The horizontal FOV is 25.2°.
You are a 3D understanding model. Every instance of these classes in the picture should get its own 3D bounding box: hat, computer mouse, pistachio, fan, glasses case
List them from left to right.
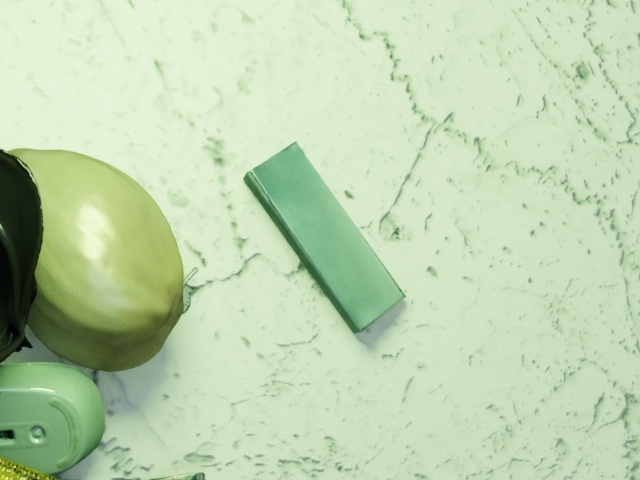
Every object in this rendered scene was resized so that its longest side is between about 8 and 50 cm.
[{"bbox_3d":[-0.429,0.020,1.733,0.238,0.209,0.336,31,107,-1],"label":"hat"},{"bbox_3d":[-0.421,0.229,1.829,0.288,0.097,0.159,-4,117,-3],"label":"computer mouse"},{"bbox_3d":[-0.305,0.015,1.838,0.226,0.208,0.332,-36,80,9],"label":"pistachio"},{"bbox_3d":[-0.194,0.068,1.944,0.056,0.004,0.083,43,76,-3],"label":"fan"},{"bbox_3d":[0.000,0.000,1.973,0.105,0.056,0.266,-35,90,-37],"label":"glasses case"}]

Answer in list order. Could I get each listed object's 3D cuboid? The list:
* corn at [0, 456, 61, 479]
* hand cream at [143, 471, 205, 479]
[{"bbox_3d":[-0.370,0.319,1.783,0.203,0.072,0.072,25,79,-14],"label":"corn"},{"bbox_3d":[-0.265,0.354,1.874,0.235,0.055,0.086,-1,80,-17],"label":"hand cream"}]
